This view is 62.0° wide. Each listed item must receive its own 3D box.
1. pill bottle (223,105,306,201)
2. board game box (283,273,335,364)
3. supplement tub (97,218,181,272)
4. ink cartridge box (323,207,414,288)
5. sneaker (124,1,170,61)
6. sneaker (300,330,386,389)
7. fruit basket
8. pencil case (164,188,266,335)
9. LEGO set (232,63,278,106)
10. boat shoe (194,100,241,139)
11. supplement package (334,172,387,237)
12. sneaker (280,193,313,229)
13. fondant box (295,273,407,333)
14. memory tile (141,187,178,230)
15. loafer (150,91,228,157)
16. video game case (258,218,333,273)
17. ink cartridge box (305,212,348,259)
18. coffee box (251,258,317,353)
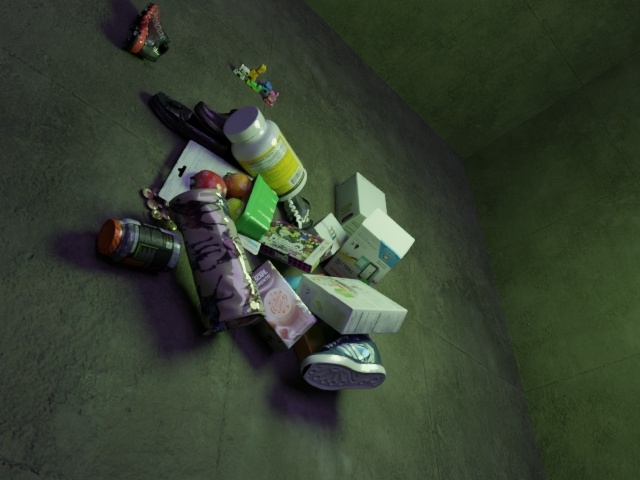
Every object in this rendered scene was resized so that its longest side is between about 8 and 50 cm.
[{"bbox_3d":[-0.199,-0.308,1.903,0.334,0.188,0.188,55,25,-44],"label":"pill bottle"},{"bbox_3d":[-0.022,0.277,1.833,0.242,0.064,0.316,-2,64,-54],"label":"board game box"},{"bbox_3d":[-0.474,0.011,1.398,0.190,0.117,0.117,21,47,-45],"label":"supplement tub"},{"bbox_3d":[0.190,0.054,2.087,0.198,0.270,0.197,41,33,4],"label":"ink cartridge box"},{"bbox_3d":[-0.601,-0.737,1.899,0.135,0.098,0.276,32,42,-35],"label":"sneaker"},{"bbox_3d":[0.049,0.351,1.717,0.323,0.130,0.236,15,32,-31],"label":"sneaker"},{"bbox_3d":[-0.325,-0.141,1.744,0.353,0.165,0.327,27,40,-16],"label":"fruit basket"},{"bbox_3d":[-0.301,0.054,1.492,0.160,0.183,0.410,114,-44,-78],"label":"pencil case"},{"bbox_3d":[-0.263,-0.712,2.343,0.227,0.093,0.087,39,36,-27],"label":"LEGO set"},{"bbox_3d":[-0.307,-0.429,1.966,0.355,0.130,0.132,27,9,-47],"label":"boat shoe"},{"bbox_3d":[0.186,-0.134,2.403,0.204,0.145,0.262,34,38,-33],"label":"supplement package"},{"bbox_3d":[-0.092,-0.143,2.073,0.106,0.078,0.234,-9,72,-34],"label":"sneaker"},{"bbox_3d":[0.105,0.215,1.796,0.238,0.096,0.330,31,12,38],"label":"fondant box"},{"bbox_3d":[-0.469,-0.094,1.596,0.113,0.012,0.148,-10,71,-56],"label":"memory tile"},{"bbox_3d":[-0.441,-0.402,1.825,0.302,0.095,0.109,45,34,-19],"label":"loafer"},{"bbox_3d":[-0.096,0.016,1.867,0.232,0.042,0.210,24,28,12],"label":"video game case"},{"bbox_3d":[0.000,0.000,2.046,0.127,0.128,0.176,55,32,-4],"label":"ink cartridge box"},{"bbox_3d":[-0.149,0.203,1.637,0.246,0.098,0.141,51,56,-4],"label":"coffee box"}]
